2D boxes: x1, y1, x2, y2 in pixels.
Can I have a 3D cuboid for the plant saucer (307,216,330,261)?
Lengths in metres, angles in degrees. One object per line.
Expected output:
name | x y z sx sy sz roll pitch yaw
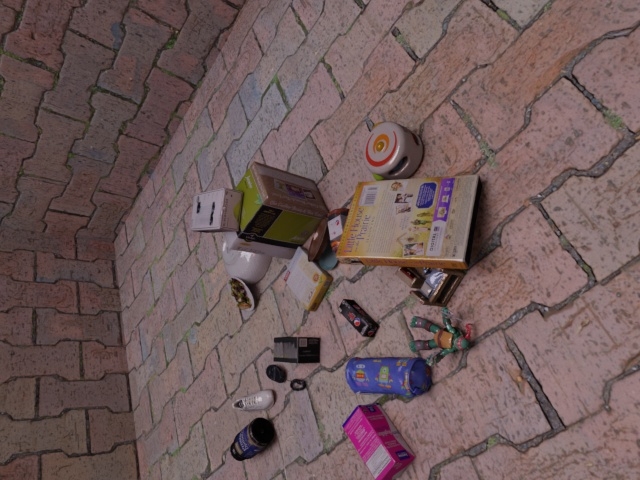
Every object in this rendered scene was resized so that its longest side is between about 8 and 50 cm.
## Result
plant saucer | 0.000 0.000 1.895 0.198 0.036 0.199 -161 90 -78

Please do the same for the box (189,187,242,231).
box | -0.441 -0.119 1.932 0.289 0.087 0.169 -3 80 51

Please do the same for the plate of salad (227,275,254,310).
plate of salad | -0.400 0.267 2.263 0.199 0.048 0.200 28 134 32

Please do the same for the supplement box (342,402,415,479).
supplement box | 0.189 0.662 1.522 0.114 0.111 0.220 -58 46 21

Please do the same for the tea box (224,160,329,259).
tea box | -0.202 -0.117 1.976 0.323 0.328 0.220 -47 50 30

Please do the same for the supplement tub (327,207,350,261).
supplement tub | 0.088 -0.019 1.795 0.106 0.106 0.198 -27 61 42

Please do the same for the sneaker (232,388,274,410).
sneaker | -0.299 0.726 2.075 0.235 0.094 0.090 -33 57 38

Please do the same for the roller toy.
roller toy | 0.253 -0.320 1.645 0.191 0.146 0.210 9 87 49

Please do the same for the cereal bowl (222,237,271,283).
cereal bowl | -0.387 0.046 2.294 0.338 0.141 0.340 -12 73 46

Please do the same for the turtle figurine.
turtle figurine | 0.366 0.298 1.401 0.234 0.118 0.176 -9 60 63

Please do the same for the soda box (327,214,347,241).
soda box | 0.131 -0.031 1.664 0.069 0.216 0.074 -30 61 44

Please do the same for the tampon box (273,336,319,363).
tampon box | -0.099 0.446 1.888 0.160 0.120 0.102 -11 74 47

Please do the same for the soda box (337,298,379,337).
soda box | 0.138 0.285 1.703 0.169 0.060 0.053 44 113 45

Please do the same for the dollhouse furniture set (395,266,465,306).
dollhouse furniture set | 0.330 0.104 1.473 0.183 0.128 0.130 44 114 44

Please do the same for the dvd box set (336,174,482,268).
dvd box set | 0.276 -0.060 1.466 0.419 0.062 0.308 0 59 32

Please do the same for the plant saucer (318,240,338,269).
plant saucer | 0.039 0.064 1.895 0.119 0.021 0.120 -15 70 46

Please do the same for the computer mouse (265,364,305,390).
computer mouse | -0.147 0.588 1.982 0.241 0.041 0.071 10 98 42

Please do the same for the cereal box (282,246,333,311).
cereal box | -0.059 0.161 1.965 0.240 0.047 0.173 47 116 44

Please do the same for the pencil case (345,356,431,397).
pencil case | 0.215 0.453 1.531 0.306 0.119 0.133 -16 54 46

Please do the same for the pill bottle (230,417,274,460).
pill bottle | -0.305 0.878 2.023 0.219 0.122 0.123 -49 49 32
